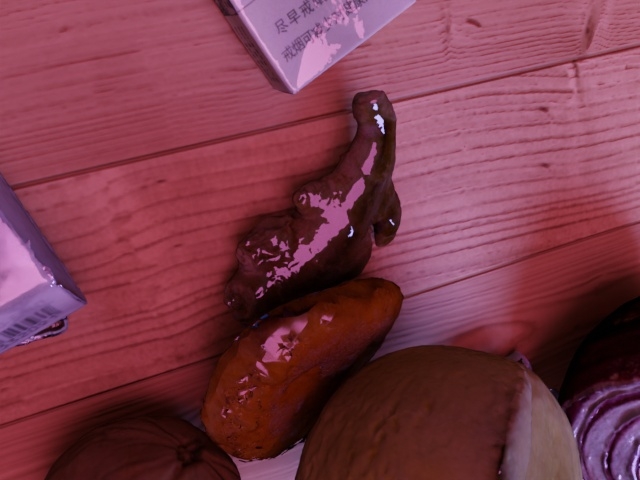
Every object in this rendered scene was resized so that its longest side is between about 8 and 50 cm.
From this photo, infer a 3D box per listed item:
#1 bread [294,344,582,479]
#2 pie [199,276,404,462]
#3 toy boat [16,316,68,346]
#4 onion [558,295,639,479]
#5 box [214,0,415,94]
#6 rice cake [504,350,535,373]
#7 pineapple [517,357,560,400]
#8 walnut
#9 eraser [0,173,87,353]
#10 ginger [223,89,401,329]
[{"bbox_3d":[0.127,0.269,0.667,0.320,0.237,0.320,-4,96,-44],"label":"bread"},{"bbox_3d":[-0.008,0.140,0.710,0.273,0.069,0.273,-30,146,-23],"label":"pie"},{"bbox_3d":[-0.301,0.090,0.655,0.083,0.038,0.038,-15,112,-17],"label":"toy boat"},{"bbox_3d":[0.413,0.195,0.897,0.146,0.280,0.314,10,121,21],"label":"onion"},{"bbox_3d":[-0.042,-0.292,0.609,0.164,0.069,0.256,-39,117,-5],"label":"box"},{"bbox_3d":[0.299,0.267,0.941,0.085,0.040,0.226,-32,116,-8],"label":"rice cake"},{"bbox_3d":[0.229,0.295,0.851,0.158,0.158,0.278,23,103,-26],"label":"pineapple"},{"bbox_3d":[-0.189,0.299,0.676,0.228,0.228,0.228,-7,109,-19],"label":"walnut"},{"bbox_3d":[-0.441,0.077,0.558,0.397,0.082,0.213,-32,102,-9],"label":"eraser"},{"bbox_3d":[-0.001,0.002,0.720,0.166,0.080,0.333,32,94,-45],"label":"ginger"}]
